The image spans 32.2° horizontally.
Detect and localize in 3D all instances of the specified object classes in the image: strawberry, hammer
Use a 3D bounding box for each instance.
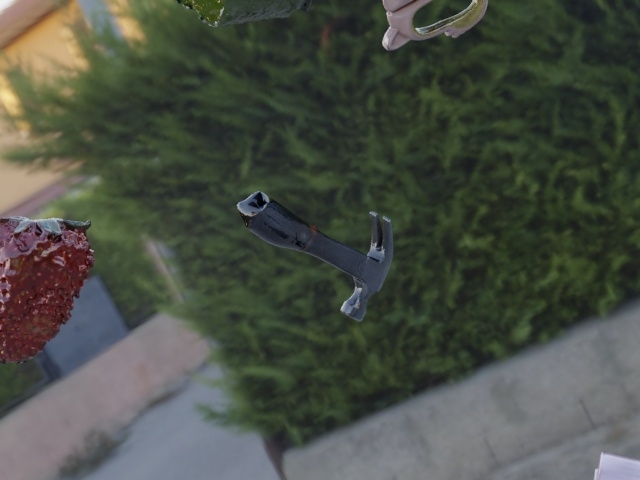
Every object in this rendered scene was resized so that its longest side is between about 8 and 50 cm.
[{"bbox_3d":[-0.387,0.064,1.470,0.167,0.208,0.087,2,-3,3],"label":"strawberry"},{"bbox_3d":[0.000,0.000,1.372,0.037,0.290,0.137,24,86,39],"label":"hammer"}]

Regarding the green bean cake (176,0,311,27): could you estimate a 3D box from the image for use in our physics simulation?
[{"bbox_3d":[-0.105,-0.393,1.221,0.156,0.247,0.250,-22,-35,-44],"label":"green bean cake"}]

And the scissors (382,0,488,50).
[{"bbox_3d":[0.201,-0.328,1.277,0.317,0.160,0.024,-29,46,-6],"label":"scissors"}]

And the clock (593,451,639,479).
[{"bbox_3d":[0.496,0.459,1.871,0.080,0.275,0.290,9,20,13],"label":"clock"}]
